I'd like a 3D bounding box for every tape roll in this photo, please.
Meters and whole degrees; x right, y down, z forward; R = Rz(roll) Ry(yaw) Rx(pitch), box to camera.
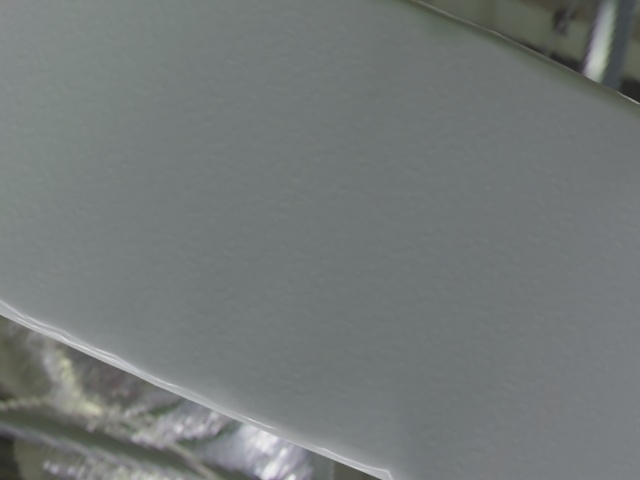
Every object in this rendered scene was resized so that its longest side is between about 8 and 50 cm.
[{"bbox_3d":[0.000,0.000,0.529,0.286,0.286,0.100,24,-93,-7],"label":"tape roll"}]
